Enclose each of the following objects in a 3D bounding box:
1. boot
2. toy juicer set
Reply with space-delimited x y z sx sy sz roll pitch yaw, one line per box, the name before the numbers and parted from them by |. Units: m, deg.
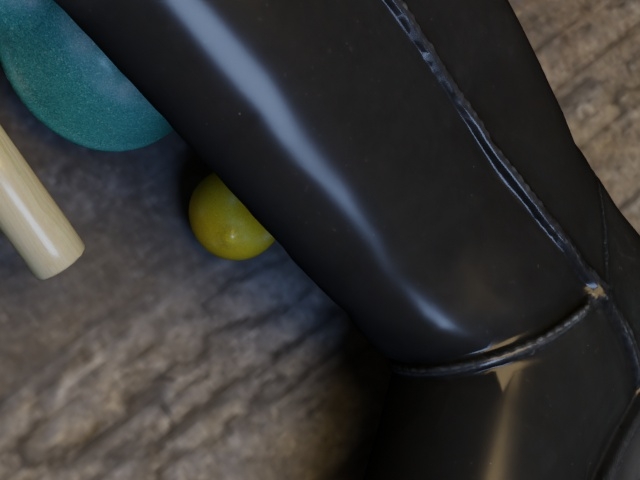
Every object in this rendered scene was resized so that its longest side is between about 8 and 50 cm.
boot | 0.001 -0.001 0.691 0.445 0.146 0.367 56 48 -26
toy juicer set | -0.101 -0.080 0.767 0.329 0.089 0.209 -23 102 -39
